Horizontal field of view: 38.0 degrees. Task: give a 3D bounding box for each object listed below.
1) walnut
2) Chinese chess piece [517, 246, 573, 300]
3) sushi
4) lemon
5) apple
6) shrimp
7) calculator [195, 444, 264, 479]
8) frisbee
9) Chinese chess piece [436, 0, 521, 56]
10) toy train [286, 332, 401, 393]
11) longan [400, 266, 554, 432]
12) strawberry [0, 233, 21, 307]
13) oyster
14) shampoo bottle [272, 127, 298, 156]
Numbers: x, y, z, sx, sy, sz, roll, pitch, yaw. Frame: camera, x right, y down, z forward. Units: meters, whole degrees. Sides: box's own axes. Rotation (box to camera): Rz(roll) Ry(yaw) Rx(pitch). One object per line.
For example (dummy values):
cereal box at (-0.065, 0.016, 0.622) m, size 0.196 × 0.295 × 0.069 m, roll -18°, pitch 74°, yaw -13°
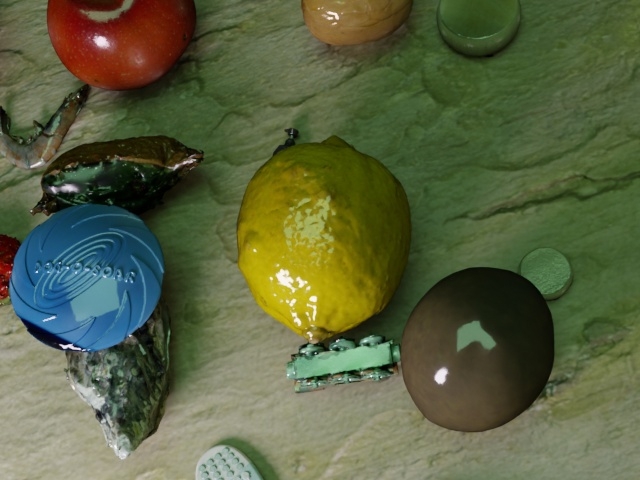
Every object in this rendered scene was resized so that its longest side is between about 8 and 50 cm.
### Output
walnut at (0.064, -0.415, 1.589) m, size 0.197 × 0.165 × 0.165 m, roll -10°, pitch 68°, yaw -2°
Chinese chess piece at (0.346, 0.052, 1.430) m, size 0.084 × 0.034 × 0.084 m, roll -4°, pitch 68°, yaw 11°
sushi at (-0.334, -0.087, 1.548) m, size 0.287 × 0.149 × 0.140 m, roll -7°, pitch 34°, yaw -9°
lemon at (0.000, 0.000, 1.393) m, size 0.268 × 0.268 × 0.322 m, roll 11°, pitch 71°, yaw 14°
apple at (-0.349, -0.395, 1.625) m, size 0.260 × 0.216 × 0.261 m, roll -2°, pitch 72°, yaw 7°
shrimp at (-0.516, -0.227, 1.691) m, size 0.147 × 0.035 × 0.195 m, roll 28°, pitch 78°, yaw 21°
calculator at (-0.130, 0.378, 1.399) m, size 0.095 × 0.021 × 0.153 m, roll -36°, pitch 67°, yaw -4°
frisbee at (-0.359, 0.050, 1.416) m, size 0.242 × 0.045 × 0.242 m, roll -1°, pitch 69°, yaw 4°
Chinese chess piece at (0.271, -0.385, 1.593) m, size 0.144 × 0.058 × 0.144 m, roll -4°, pitch 67°, yaw 9°
toy train at (0.037, 0.185, 1.396) m, size 0.175 × 0.118 × 0.074 m, roll -9°, pitch 74°, yaw 2°
longan at (0.223, 0.151, 1.319) m, size 0.248 × 0.248 × 0.248 m, roll -3°, pitch 69°, yaw 9°
strawberry at (-0.587, 0.041, 1.586) m, size 0.187 × 0.082 × 0.147 m, roll 18°, pitch 67°, yaw 21°
oyster at (-0.317, 0.185, 1.449) m, size 0.162 × 0.158 × 0.351 m, roll -41°, pitch 49°, yaw 31°
shampoo bottle at (-0.063, -0.126, 1.572) m, size 0.048 × 0.027 × 0.137 m, roll 12°, pitch 72°, yaw 12°
